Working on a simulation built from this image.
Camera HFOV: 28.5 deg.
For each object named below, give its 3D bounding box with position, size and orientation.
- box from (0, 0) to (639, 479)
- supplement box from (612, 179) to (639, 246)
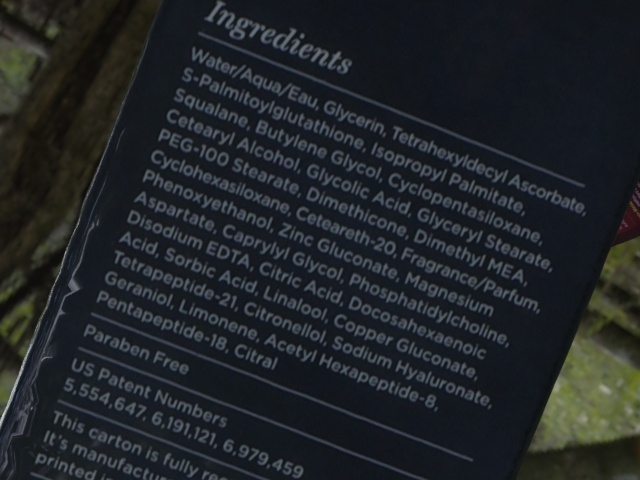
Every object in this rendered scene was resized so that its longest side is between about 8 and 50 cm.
[{"bbox_3d":[0.000,0.000,0.645,0.212,0.396,0.293,21,-175,-3],"label":"box"},{"bbox_3d":[0.188,-0.061,0.913,0.130,0.239,0.073,51,-144,-23],"label":"supplement box"}]
